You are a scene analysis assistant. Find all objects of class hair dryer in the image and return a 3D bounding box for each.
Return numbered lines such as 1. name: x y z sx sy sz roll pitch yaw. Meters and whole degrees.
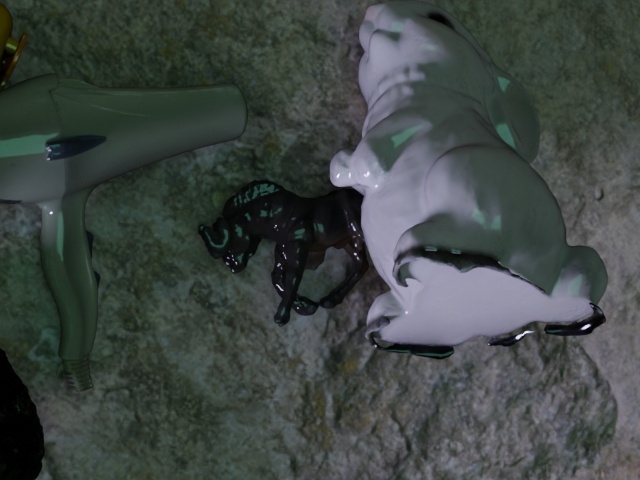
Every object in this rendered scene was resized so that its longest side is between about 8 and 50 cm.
1. hair dryer: -0.189 -0.046 1.260 0.296 0.119 0.298 -33 114 -17

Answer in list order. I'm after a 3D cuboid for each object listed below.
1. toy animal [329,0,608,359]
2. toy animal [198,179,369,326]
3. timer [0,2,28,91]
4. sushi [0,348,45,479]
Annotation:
1. toy animal: 0.133 -0.074 1.255 0.258 0.194 0.357 13 54 -16
2. toy animal: 0.000 0.000 1.304 0.232 0.084 0.148 -13 92 -11
3. timer: -0.338 -0.181 1.200 0.109 0.107 0.107 24 84 -17
4. sushi: -0.400 0.223 1.105 0.350 0.211 0.171 -46 126 -22
